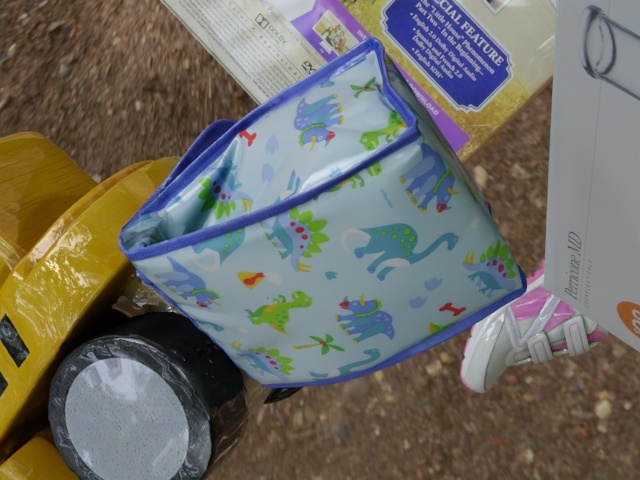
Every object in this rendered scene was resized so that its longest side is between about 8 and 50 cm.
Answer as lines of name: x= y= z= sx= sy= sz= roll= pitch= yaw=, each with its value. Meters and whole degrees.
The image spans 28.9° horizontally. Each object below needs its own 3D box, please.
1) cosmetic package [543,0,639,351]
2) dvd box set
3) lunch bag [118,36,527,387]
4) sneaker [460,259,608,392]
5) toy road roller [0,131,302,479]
cosmetic package: x=0.260 y=-0.018 z=0.653 sx=0.284 sy=0.377 sz=0.097 roll=37 pitch=71 yaw=27
dvd box set: x=0.084 y=-0.245 z=0.909 sx=0.307 sy=0.062 sz=0.420 roll=46 pitch=121 yaw=4
lunch bag: x=0.000 y=0.000 z=0.592 sx=0.151 sy=0.096 sz=0.129 roll=-32 pitch=129 yaw=11
sneaker: x=0.267 y=0.091 z=1.427 sx=0.252 sy=0.103 sz=0.111 roll=-46 pitch=66 yaw=3
toy road roller: x=-0.165 y=0.085 z=0.748 sx=0.240 sy=0.202 sz=0.329 roll=41 pitch=115 yaw=7
